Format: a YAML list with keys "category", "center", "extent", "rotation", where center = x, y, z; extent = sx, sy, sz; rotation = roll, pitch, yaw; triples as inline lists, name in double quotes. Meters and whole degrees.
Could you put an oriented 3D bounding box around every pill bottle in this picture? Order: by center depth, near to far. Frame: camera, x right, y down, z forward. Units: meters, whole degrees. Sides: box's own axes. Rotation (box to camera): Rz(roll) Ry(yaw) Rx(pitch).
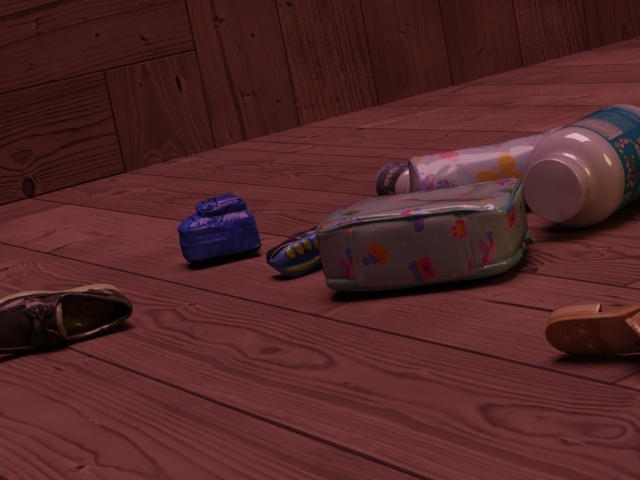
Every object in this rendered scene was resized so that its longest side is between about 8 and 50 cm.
- category: "pill bottle"
  center: [0.392, -0.104, 2.157]
  extent: [0.146, 0.146, 0.264]
  rotation: [-2, 15, 37]
- category: "pill bottle"
  center: [0.149, -0.087, 2.469]
  extent: [0.078, 0.078, 0.137]
  rotation: [-14, 12, -17]

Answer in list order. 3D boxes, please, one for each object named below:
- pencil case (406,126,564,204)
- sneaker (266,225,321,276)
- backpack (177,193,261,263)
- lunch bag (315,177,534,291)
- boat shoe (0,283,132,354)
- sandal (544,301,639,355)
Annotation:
- category: "pencil case"
  center: [0.272, -0.100, 2.335]
  extent: [0.273, 0.113, 0.124]
  rotation: [-11, 1, -4]
- category: "sneaker"
  center: [0.000, 0.000, 2.211]
  extent: [0.188, 0.067, 0.078]
  rotation: [-22, 22, -32]
- category: "backpack"
  center: [-0.168, -0.017, 2.374]
  extent: [0.120, 0.101, 0.098]
  rotation: [-17, 6, -11]
- category: "lunch bag"
  center: [0.149, -0.008, 2.016]
  extent: [0.279, 0.107, 0.224]
  rotation: [-7, 9, 16]
- category: "boat shoe"
  center: [-0.361, 0.104, 2.014]
  extent: [0.224, 0.080, 0.073]
  rotation: [-11, 6, -26]
- category: "sandal"
  center: [0.326, 0.102, 1.469]
  extent: [0.240, 0.088, 0.079]
  rotation: [-11, 41, 37]
